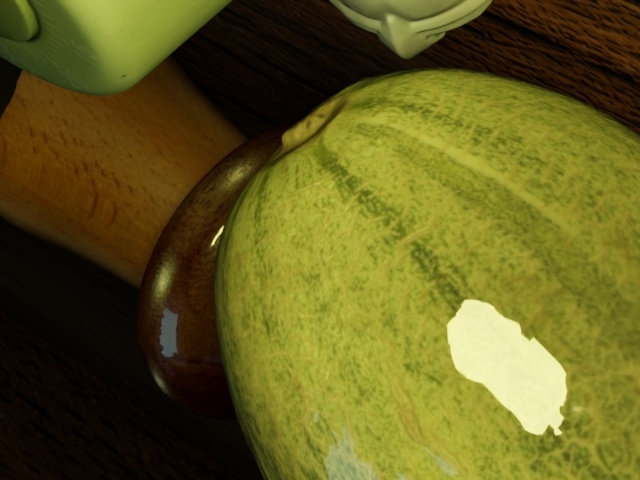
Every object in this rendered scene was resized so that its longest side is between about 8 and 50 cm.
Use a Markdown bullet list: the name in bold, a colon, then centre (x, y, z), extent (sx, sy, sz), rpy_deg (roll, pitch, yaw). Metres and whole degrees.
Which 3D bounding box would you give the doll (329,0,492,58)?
- **doll**: centre (0.028, -0.115, 0.750), extent (0.094, 0.079, 0.180), rpy_deg (2, 177, 14)

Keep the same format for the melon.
- **melon**: centre (0.097, 0.071, 0.870), extent (0.329, 0.248, 0.248), rpy_deg (48, 165, -15)

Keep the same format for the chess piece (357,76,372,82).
- **chess piece**: centre (0.017, -0.030, 1.051), extent (0.067, 0.103, 0.067), rpy_deg (35, 167, 9)

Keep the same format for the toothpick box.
- **toothpick box**: centre (-0.084, -0.021, 1.197), extent (0.294, 0.192, 0.192), rpy_deg (36, 169, 35)

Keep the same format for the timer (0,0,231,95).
- **timer**: centre (-0.205, -0.122, 0.850), extent (0.291, 0.315, 0.291), rpy_deg (35, 166, 10)

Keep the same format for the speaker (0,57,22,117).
- **speaker**: centre (-0.321, -0.167, 1.130), extent (0.388, 0.180, 0.184), rpy_deg (37, -150, 20)
